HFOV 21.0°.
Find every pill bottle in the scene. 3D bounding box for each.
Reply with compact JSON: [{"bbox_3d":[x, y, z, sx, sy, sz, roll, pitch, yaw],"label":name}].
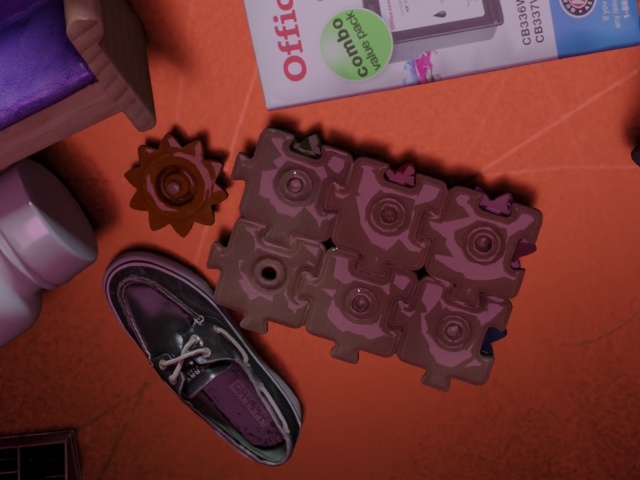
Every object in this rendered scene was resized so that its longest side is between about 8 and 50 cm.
[{"bbox_3d":[-0.300,0.038,1.397,0.229,0.131,0.131,-34,100,12],"label":"pill bottle"}]

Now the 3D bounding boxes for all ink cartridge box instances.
[{"bbox_3d":[0.078,-0.226,1.264,0.270,0.197,0.198,-10,104,6],"label":"ink cartridge box"}]

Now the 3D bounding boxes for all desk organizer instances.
[{"bbox_3d":[-0.276,0.199,1.481,0.130,0.050,0.047,-6,105,6],"label":"desk organizer"}]

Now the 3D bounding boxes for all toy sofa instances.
[{"bbox_3d":[-0.321,-0.113,1.318,0.362,0.150,0.177,-25,130,10],"label":"toy sofa"}]

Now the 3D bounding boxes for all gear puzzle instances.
[{"bbox_3d":[0.000,0.000,1.416,0.339,0.044,0.175,17,107,2],"label":"gear puzzle"}]

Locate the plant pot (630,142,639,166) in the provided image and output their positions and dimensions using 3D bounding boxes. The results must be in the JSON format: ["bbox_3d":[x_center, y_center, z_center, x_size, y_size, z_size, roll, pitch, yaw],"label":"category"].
[{"bbox_3d":[0.427,-0.080,1.266,0.247,0.248,0.252,40,86,-7],"label":"plant pot"}]

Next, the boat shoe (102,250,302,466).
[{"bbox_3d":[-0.096,0.097,1.430,0.078,0.070,0.219,-43,98,13],"label":"boat shoe"}]
